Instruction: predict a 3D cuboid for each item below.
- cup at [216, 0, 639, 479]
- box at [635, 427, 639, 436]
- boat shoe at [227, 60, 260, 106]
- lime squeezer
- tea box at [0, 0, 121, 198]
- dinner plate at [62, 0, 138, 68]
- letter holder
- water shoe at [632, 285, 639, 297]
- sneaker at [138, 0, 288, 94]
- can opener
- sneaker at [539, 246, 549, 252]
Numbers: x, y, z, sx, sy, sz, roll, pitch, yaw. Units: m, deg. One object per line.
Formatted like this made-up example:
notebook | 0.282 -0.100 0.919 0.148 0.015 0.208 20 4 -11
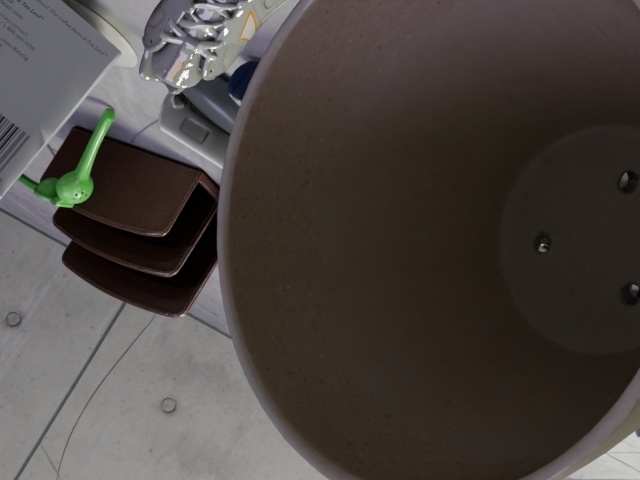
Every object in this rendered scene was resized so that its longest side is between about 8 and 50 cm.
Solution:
cup | 0.129 -0.010 0.581 0.237 0.331 0.331 7 -175 -44
box | 0.369 0.119 0.827 0.183 0.059 0.233 -7 150 24
boat shoe | -0.006 -0.122 0.872 0.183 0.066 0.066 32 174 34
lime squeezer | -0.407 -0.101 1.399 0.310 0.059 0.110 -17 93 44
tea box | -0.454 -0.215 1.046 0.329 0.220 0.323 40 164 -18
dinner plate | -0.280 -0.243 1.069 0.141 0.017 0.141 26 166 7
letter holder | -0.317 -0.027 1.470 0.302 0.214 0.152 21 163 32
water shoe | 0.267 0.014 0.820 0.080 0.073 0.203 47 167 20
sneaker | -0.078 -0.176 0.695 0.099 0.121 0.262 32 165 -12
can opener | -0.059 -0.092 1.035 0.280 0.074 0.093 34 164 -17
sneaker | 0.239 0.066 0.974 0.192 0.086 0.064 32 165 -9
